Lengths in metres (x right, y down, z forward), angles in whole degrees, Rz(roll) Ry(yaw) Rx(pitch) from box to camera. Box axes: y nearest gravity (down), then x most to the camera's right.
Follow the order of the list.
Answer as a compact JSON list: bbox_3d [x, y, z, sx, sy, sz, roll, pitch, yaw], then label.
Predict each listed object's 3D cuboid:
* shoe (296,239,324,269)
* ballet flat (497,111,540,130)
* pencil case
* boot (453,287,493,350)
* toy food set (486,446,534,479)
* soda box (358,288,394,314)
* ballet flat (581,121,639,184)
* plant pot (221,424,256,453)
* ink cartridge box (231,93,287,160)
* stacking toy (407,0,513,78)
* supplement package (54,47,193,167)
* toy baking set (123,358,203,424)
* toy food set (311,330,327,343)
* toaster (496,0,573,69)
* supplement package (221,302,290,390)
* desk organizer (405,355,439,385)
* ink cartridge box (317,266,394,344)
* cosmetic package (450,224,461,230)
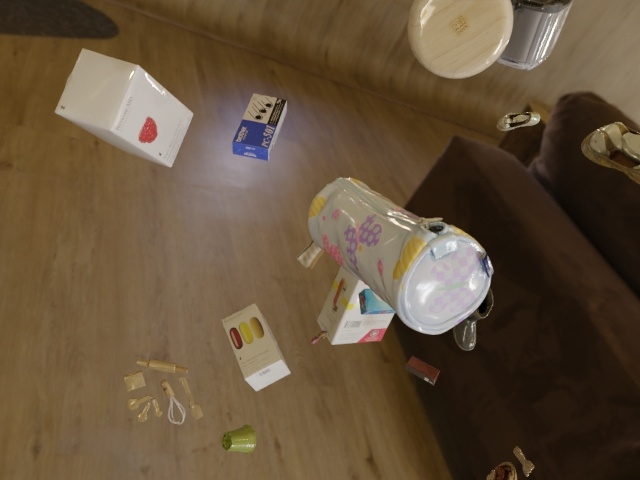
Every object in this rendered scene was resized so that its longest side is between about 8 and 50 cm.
[{"bbox_3d":[0.000,0.000,1.533,0.058,0.219,0.076,34,32,-2],"label":"shoe"},{"bbox_3d":[0.645,-0.402,1.729,0.053,0.057,0.168,0,0,-32],"label":"ballet flat"},{"bbox_3d":[0.079,0.005,0.636,0.124,0.114,0.273,61,-10,-27],"label":"pencil case"},{"bbox_3d":[0.451,0.227,1.524,0.076,0.208,0.189,-1,79,-6],"label":"boot"},{"bbox_3d":[0.388,0.544,1.151,0.039,0.192,0.132,32,4,3],"label":"toy food set"},{"bbox_3d":[0.229,0.186,1.612,0.210,0.067,0.071,0,71,-14],"label":"soda box"},{"bbox_3d":[0.757,-0.231,1.291,0.123,0.123,0.348,18,25,-19],"label":"ballet flat"},{"bbox_3d":[-0.248,0.594,1.547,0.079,0.083,0.083,14,35,-45],"label":"plant pot"},{"bbox_3d":[-0.159,-0.304,1.384,0.097,0.046,0.207,12,53,3],"label":"ink cartridge box"},{"bbox_3d":[0.228,-0.356,0.840,0.141,0.141,0.330,31,30,0],"label":"stacking toy"},{"bbox_3d":[-0.499,-0.334,1.364,0.176,0.177,0.293,20,-4,15],"label":"supplement package"},{"bbox_3d":[-0.487,0.472,1.625,0.257,0.196,0.030,7,3,-2],"label":"toy baking set"},{"bbox_3d":[-0.008,0.395,2.112,0.078,0.122,0.019,-37,75,-14],"label":"toy food set"},{"bbox_3d":[0.472,-0.482,1.170,0.129,0.146,0.227,25,45,22],"label":"toaster"},{"bbox_3d":[-0.225,0.366,1.797,0.139,0.133,0.244,-28,55,-6],"label":"supplement package"},{"bbox_3d":[0.414,0.526,2.110,0.130,0.047,0.050,26,58,27],"label":"desk organizer"},{"bbox_3d":[0.191,0.253,2.270,0.280,0.384,0.160,4,32,-32],"label":"ink cartridge box"},{"bbox_3d":[0.391,0.011,1.494,0.041,0.060,0.115,39,0,45],"label":"cosmetic package"}]
